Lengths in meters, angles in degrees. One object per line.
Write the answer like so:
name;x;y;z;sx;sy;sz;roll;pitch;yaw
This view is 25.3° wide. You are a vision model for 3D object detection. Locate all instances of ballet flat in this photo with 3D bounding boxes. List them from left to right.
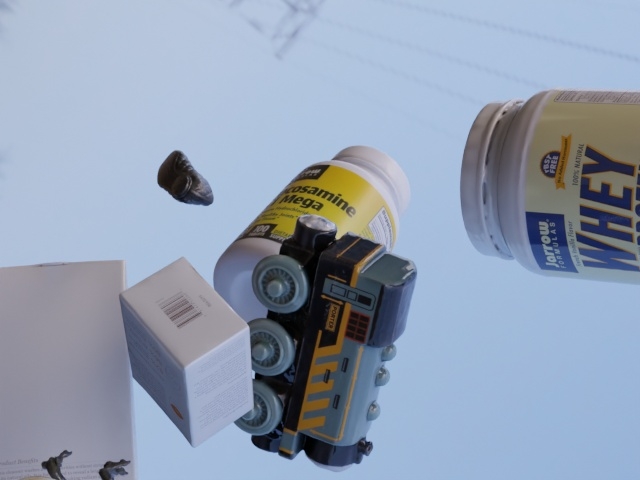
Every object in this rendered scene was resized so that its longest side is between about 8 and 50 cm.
ballet flat;-0.194;-0.084;2.011;0.057;0.049;0.173;-53;-153;8

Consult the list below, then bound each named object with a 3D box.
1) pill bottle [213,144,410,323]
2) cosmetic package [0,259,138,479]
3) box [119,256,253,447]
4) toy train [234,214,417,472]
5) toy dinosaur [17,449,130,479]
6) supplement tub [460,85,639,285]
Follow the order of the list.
pill bottle;0.000;0.000;2.113;0.188;0.188;0.334;-30;-166;44
cosmetic package;-0.375;0.231;2.069;0.156;0.217;0.385;107;-20;-71
box;-0.150;0.128;1.625;0.091;0.130;0.170;-32;149;-23
toy train;0.002;0.136;1.798;0.142;0.190;0.333;-33;140;-61
toy dinosaur;-0.262;0.295;1.625;0.064;0.268;0.118;-43;-143;16
supplement tub;0.356;-0.066;1.710;0.325;0.235;0.235;5;-125;31
